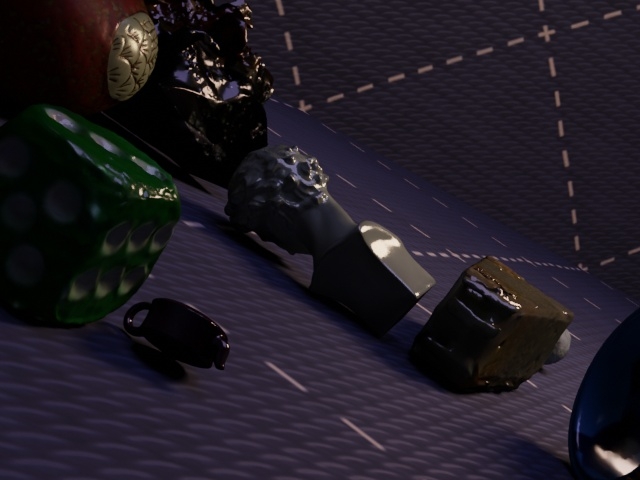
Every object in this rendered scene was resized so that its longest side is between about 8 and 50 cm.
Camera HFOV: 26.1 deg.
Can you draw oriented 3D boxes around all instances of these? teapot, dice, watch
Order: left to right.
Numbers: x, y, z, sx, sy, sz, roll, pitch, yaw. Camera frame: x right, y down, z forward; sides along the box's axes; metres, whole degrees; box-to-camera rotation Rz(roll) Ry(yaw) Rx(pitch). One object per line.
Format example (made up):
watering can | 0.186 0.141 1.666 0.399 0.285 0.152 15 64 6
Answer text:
dice | -0.187 -0.017 1.016 0.120 0.131 0.128 37 9 16
teapot | -0.111 0.075 1.054 0.100 0.045 0.068 17 -22 27
watch | 0.400 0.151 1.473 0.241 0.305 0.274 30 -28 -17

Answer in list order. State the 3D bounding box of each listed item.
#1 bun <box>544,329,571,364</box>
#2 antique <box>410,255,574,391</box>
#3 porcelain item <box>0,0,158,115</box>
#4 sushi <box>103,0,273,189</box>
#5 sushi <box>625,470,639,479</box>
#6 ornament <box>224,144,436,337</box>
bun | 0.299 0.126 2.009 0.141 0.083 0.141 40 11 -10
antique | 0.194 0.101 1.648 0.150 0.125 0.284 34 10 16
porcelain item | -0.297 -0.265 1.562 0.253 0.253 0.253 31 9 -6
sushi | -0.180 -0.231 1.801 0.227 0.212 0.215 27 -22 36
sushi | 0.377 0.291 1.206 0.179 0.167 0.296 43 10 -48
ornament | 0.007 -0.008 1.609 0.285 0.130 0.120 37 23 25
